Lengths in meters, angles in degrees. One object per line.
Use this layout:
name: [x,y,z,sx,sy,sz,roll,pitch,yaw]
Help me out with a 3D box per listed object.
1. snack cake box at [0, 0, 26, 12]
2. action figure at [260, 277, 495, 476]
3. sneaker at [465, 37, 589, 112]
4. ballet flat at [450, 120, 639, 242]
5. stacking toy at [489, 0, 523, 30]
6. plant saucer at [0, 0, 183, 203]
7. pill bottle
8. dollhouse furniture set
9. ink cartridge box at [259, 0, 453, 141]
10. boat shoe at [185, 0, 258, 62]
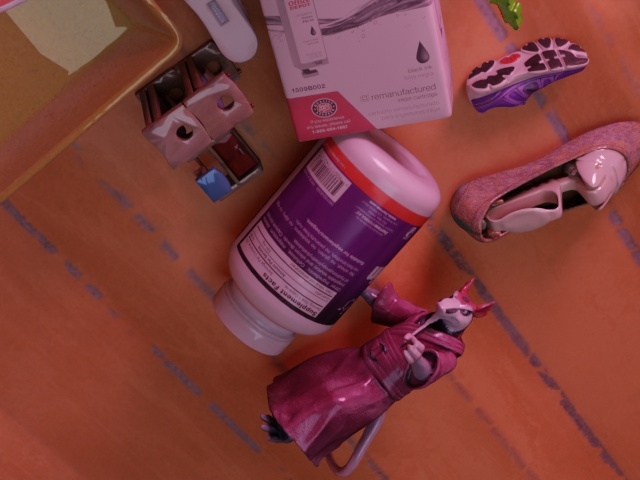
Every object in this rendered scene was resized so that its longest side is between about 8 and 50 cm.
snack cake box: [-0.416,-0.357,1.236,0.152,0.089,0.264,-24,116,2]
action figure: [0.101,0.196,1.694,0.370,0.248,0.276,-32,124,10]
sneaker: [0.282,-0.223,1.605,0.169,0.068,0.071,-17,139,7]
ballet flat: [0.344,-0.072,1.674,0.316,0.106,0.108,-23,123,1]
stacking toy: [0.212,-0.392,1.429,0.221,0.052,0.167,49,57,-37]
plant saucer: [-0.388,-0.259,1.378,0.332,0.081,0.333,-38,114,10]
pill bottle: [0.000,0.000,1.588,0.181,0.181,0.323,32,109,-28]
dollhouse furniture set: [-0.126,-0.135,1.506,0.129,0.129,0.184,-34,121,8]
ink cartridge box: [0.038,-0.282,1.438,0.207,0.117,0.283,-8,124,12]
boat shoe: [-0.132,-0.307,1.439,0.066,0.063,0.184,-33,114,7]
